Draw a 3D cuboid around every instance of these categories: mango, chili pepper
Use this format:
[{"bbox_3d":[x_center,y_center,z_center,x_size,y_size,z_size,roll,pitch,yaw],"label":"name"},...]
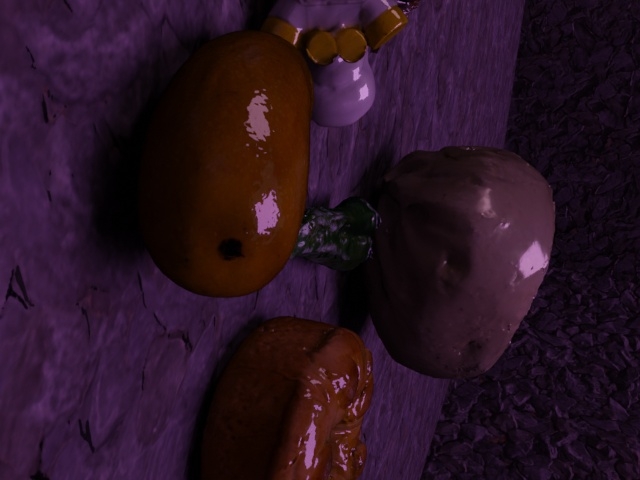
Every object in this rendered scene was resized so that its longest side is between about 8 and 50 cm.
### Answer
[{"bbox_3d":[-0.049,-0.059,0.510,0.228,0.099,0.136,-74,165,-51],"label":"mango"},{"bbox_3d":[0.000,0.000,0.797,0.227,0.059,0.088,-9,114,-71],"label":"chili pepper"}]

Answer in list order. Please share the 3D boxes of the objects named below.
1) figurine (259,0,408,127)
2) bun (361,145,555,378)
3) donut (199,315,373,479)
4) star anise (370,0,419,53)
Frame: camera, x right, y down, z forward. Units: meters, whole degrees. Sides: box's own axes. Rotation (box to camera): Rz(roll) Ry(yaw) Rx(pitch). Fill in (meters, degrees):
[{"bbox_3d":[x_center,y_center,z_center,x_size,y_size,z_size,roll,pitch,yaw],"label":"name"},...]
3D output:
[{"bbox_3d":[0.010,-0.165,0.656,0.178,0.109,0.130,72,5,-69],"label":"figurine"},{"bbox_3d":[0.168,0.023,1.105,0.362,0.234,0.326,-79,-175,-82],"label":"bun"},{"bbox_3d":[-0.024,0.177,0.727,0.226,0.113,0.227,12,90,-74],"label":"donut"},{"bbox_3d":[0.083,-0.270,0.903,0.124,0.056,0.129,-95,-156,-77],"label":"star anise"}]
